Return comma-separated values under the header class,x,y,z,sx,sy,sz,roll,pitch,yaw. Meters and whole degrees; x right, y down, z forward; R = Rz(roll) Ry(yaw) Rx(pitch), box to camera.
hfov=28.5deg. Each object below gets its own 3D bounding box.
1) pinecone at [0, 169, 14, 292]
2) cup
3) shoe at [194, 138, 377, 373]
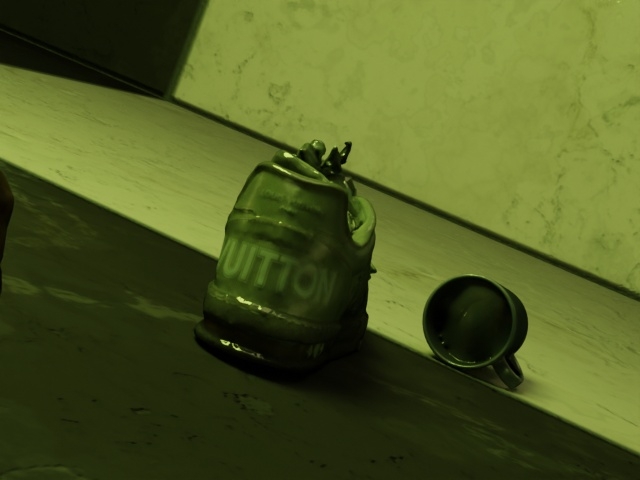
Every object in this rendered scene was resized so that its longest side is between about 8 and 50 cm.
class,x,y,z,sx,sy,sz,roll,pitch,yaw
pinecone,-0.169,0.004,0.316,0.179,0.184,0.204,9,-23,0
cup,0.139,0.078,1.047,0.100,0.078,0.077,60,16,16
shoe,-0.002,-0.002,0.894,0.109,0.149,0.293,21,9,6
